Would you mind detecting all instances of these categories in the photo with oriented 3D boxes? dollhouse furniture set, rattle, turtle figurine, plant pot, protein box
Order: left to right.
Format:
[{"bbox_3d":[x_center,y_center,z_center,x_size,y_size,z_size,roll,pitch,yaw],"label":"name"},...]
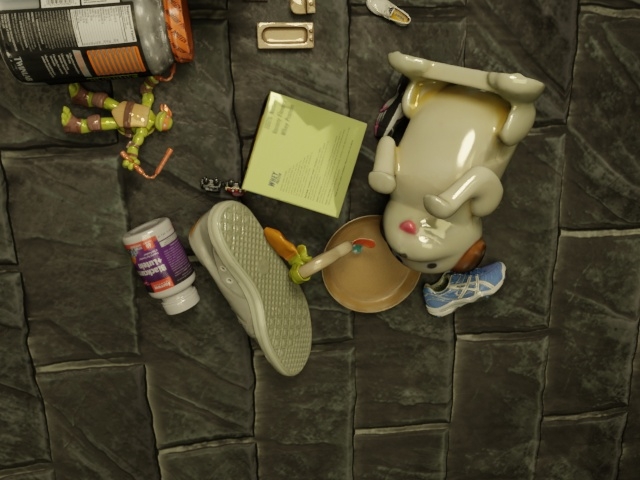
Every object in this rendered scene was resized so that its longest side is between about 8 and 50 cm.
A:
[{"bbox_3d":[-0.386,-0.260,1.138,0.218,0.087,0.269,9,82,-6],"label":"turtle figurine"},{"bbox_3d":[-0.080,-0.453,1.103,0.144,0.123,0.151,-3,106,-7],"label":"dollhouse furniture set"},{"bbox_3d":[-0.041,-0.172,1.168,0.201,0.136,0.199,16,94,-12],"label":"protein box"},{"bbox_3d":[0.000,0.000,1.235,0.200,0.130,0.142,-31,74,-9],"label":"rattle"},{"bbox_3d":[0.117,0.052,1.321,0.237,0.032,0.236,-2,106,-8],"label":"plant pot"}]

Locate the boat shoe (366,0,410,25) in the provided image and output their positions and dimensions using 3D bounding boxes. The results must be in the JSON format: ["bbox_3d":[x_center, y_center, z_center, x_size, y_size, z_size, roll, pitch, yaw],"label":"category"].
[{"bbox_3d":[0.141,-0.473,1.173,0.100,0.035,0.035,26,101,-14],"label":"boat shoe"}]

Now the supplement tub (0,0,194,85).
[{"bbox_3d":[-0.401,-0.391,1.040,0.316,0.193,0.193,-6,106,-6],"label":"supplement tub"}]

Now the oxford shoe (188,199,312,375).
[{"bbox_3d":[-0.146,0.112,1.261,0.130,0.169,0.449,-7,121,36],"label":"oxford shoe"}]

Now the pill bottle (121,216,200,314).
[{"bbox_3d":[-0.334,0.057,1.221,0.108,0.108,0.193,-22,107,-1],"label":"pill bottle"}]

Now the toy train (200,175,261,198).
[{"bbox_3d":[-0.180,-0.113,1.237,0.159,0.027,0.036,5,107,-9],"label":"toy train"}]

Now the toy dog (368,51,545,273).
[{"bbox_3d":[0.243,-0.133,1.152,0.285,0.395,0.407,20,104,19],"label":"toy dog"}]

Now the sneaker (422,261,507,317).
[{"bbox_3d":[0.339,0.103,1.340,0.211,0.080,0.081,-28,111,0],"label":"sneaker"}]

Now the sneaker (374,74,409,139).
[{"bbox_3d":[0.188,-0.285,1.218,0.077,0.072,0.178,24,107,-24],"label":"sneaker"}]
